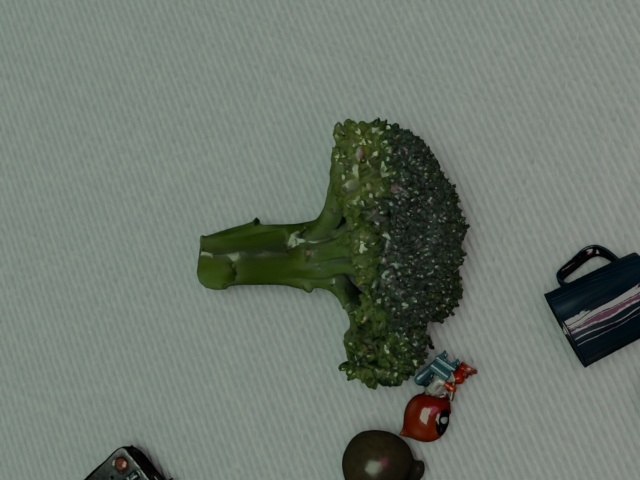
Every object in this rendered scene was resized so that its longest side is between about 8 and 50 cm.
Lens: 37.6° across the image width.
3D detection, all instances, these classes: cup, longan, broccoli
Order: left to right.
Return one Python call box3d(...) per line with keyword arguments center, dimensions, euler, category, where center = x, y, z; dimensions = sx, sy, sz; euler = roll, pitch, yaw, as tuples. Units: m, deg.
box3d(center=(0.021, -0.028, 1.386), dimensions=(0.397, 0.275, 0.353), euler=(25, 71, 37), category="broccoli")
box3d(center=(0.090, 0.327, 1.354), dimensions=(0.119, 0.106, 0.106), euler=(12, 85, -6), category="longan")
box3d(center=(0.390, 0.078, 1.298), dimensions=(0.138, 0.113, 0.150), euler=(-28, 78, 8), category="cup")

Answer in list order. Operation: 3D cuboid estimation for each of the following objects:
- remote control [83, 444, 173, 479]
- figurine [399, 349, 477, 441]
box3d(center=(-0.211, 0.491, 1.427), dimensions=(0.144, 0.062, 0.399), euler=(-43, 73, 5), category="remote control")
box3d(center=(0.163, 0.229, 1.360), dimensions=(0.075, 0.068, 0.140), euler=(30, 89, 14), category="figurine")
